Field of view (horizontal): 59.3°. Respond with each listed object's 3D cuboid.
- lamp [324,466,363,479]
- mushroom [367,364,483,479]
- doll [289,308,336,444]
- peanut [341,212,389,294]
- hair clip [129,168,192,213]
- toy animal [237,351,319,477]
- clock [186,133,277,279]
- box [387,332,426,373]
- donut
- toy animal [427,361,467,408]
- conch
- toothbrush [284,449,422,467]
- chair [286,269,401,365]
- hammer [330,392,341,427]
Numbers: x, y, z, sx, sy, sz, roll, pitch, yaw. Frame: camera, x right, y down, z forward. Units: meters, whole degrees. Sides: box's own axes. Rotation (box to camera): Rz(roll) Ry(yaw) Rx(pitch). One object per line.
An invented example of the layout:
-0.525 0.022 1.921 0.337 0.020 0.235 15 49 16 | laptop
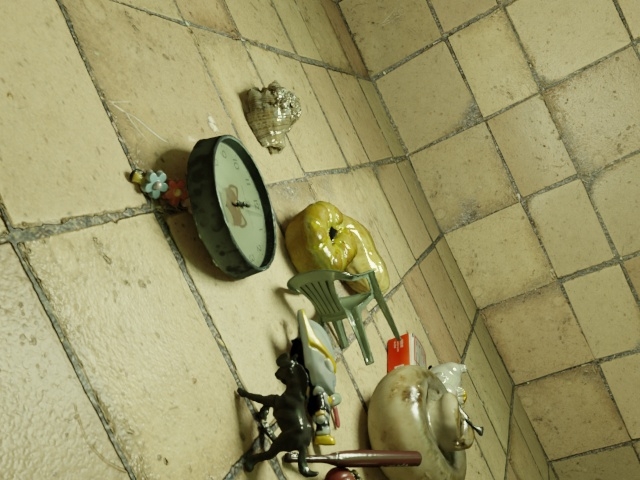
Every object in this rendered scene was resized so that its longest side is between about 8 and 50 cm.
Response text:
0.052 0.540 1.218 0.101 0.090 0.101 46 -8 8 | lamp
0.295 0.507 1.504 0.362 0.294 0.362 45 30 -36 | mushroom
-0.014 0.309 1.295 0.145 0.103 0.317 31 46 -59 | doll
0.113 0.046 1.774 0.306 0.147 0.147 65 23 -3 | peanut
-0.294 -0.098 1.154 0.214 0.056 0.062 23 83 -59 | hair clip
-0.074 0.337 1.074 0.084 0.148 0.233 30 42 -52 | toy animal
-0.189 -0.077 1.253 0.325 0.067 0.325 -14 90 -75 | clock
0.289 0.412 1.832 0.133 0.099 0.182 55 26 -27 | box
0.000 0.000 1.586 0.209 0.128 0.261 63 23 -3 | donut
0.414 0.550 1.913 0.209 0.154 0.325 72 35 -44 | toy animal
-0.144 -0.379 1.687 0.178 0.163 0.246 7 76 -27 | conch
0.079 0.480 1.236 0.363 0.041 0.041 13 52 -30 | toothbrush
0.054 0.179 1.444 0.190 0.203 0.275 -29 99 -55 | chair
0.037 0.419 1.385 0.052 0.031 0.083 11 64 -58 | hammer
